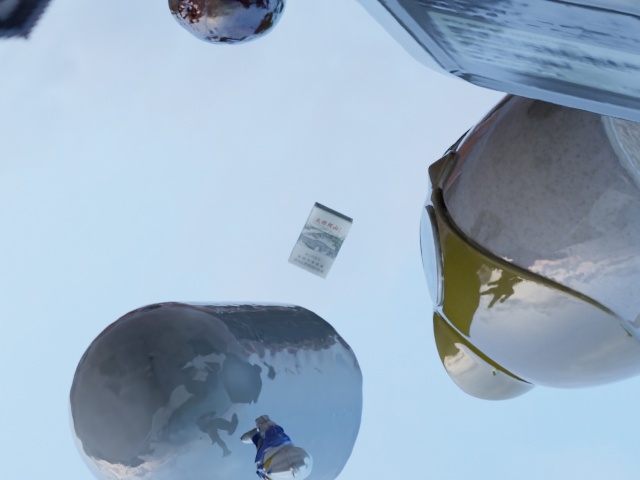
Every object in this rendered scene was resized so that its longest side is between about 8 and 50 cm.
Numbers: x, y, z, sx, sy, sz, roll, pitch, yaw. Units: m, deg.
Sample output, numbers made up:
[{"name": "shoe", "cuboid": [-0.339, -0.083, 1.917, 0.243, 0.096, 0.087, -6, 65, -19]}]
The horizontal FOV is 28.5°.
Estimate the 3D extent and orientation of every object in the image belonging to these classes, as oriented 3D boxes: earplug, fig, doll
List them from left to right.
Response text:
[{"name": "earplug", "cuboid": [-0.164, 0.236, 1.805, 0.313, 0.312, 0.394, 1, 176, 33]}, {"name": "fig", "cuboid": [-0.083, -0.260, 1.321, 0.155, 0.109, 0.103, -32, 170, -47]}, {"name": "doll", "cuboid": [-0.057, 0.266, 1.521, 0.057, 0.113, 0.227, -9, 172, -17]}]

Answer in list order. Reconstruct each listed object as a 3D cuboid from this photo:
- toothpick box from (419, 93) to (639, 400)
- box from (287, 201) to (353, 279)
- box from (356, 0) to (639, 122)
[{"name": "toothpick box", "cuboid": [0.332, -0.013, 1.641, 0.425, 0.409, 0.409, -47, -172, 46]}, {"name": "box", "cuboid": [0.000, 0.000, 1.562, 0.054, 0.083, 0.024, 25, -161, -2]}, {"name": "box", "cuboid": [0.181, -0.180, 0.958, 0.367, 0.373, 0.090, 16, -96, 29]}]
